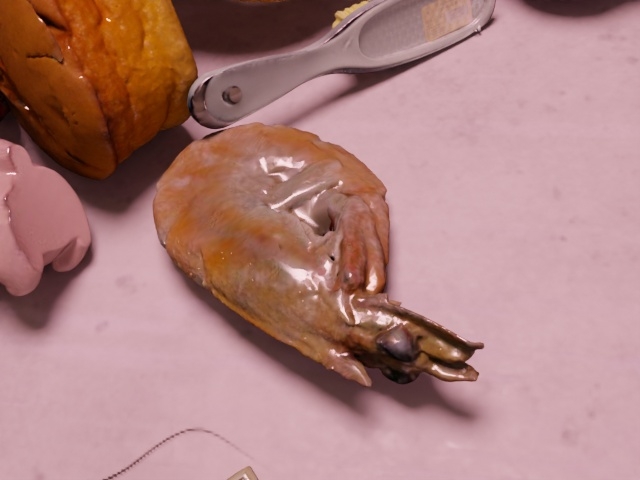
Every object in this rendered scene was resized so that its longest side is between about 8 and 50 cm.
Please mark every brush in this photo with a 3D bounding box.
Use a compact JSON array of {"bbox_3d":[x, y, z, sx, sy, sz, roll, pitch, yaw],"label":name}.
[{"bbox_3d":[0.016,-0.175,0.674,0.297,0.068,0.060,-24,40,-15],"label":"brush"}]

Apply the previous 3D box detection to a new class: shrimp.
[{"bbox_3d":[0.000,0.000,0.575,0.317,0.077,0.168,33,67,30],"label":"shrimp"}]

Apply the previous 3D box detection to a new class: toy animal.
[{"bbox_3d":[-0.302,-0.005,0.625,0.213,0.124,0.124,-7,57,18],"label":"toy animal"}]

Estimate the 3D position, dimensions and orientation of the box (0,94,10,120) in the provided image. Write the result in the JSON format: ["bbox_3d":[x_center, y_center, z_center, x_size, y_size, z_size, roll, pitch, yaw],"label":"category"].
[{"bbox_3d":[-0.296,-0.117,0.647,0.040,0.055,0.218,-23,20,-9],"label":"box"}]

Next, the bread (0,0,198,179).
[{"bbox_3d":[-0.215,-0.185,0.634,0.143,0.195,0.269,-32,97,-28],"label":"bread"}]

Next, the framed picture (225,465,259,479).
[{"bbox_3d":[-0.087,0.246,0.474,0.183,0.011,0.142,-32,58,-9],"label":"framed picture"}]

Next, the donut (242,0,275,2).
[{"bbox_3d":[-0.078,-0.325,0.729,0.303,0.110,0.302,6,42,-5],"label":"donut"}]
